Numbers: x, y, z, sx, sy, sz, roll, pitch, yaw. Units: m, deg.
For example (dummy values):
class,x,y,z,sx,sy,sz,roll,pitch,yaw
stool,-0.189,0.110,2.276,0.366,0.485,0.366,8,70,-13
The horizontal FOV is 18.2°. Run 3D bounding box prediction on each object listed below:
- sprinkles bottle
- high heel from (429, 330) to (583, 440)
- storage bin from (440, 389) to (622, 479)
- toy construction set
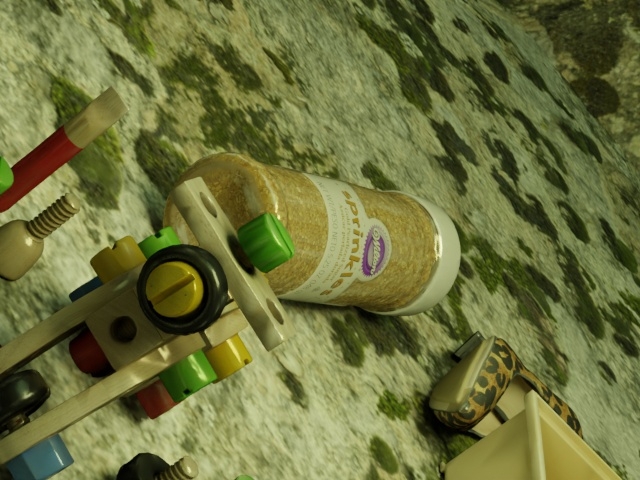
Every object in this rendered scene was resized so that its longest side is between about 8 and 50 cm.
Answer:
class,x,y,z,sx,sy,sz,roll,pitch,yaw
sprinkles bottle,0.000,0.000,1.819,0.355,0.121,0.121,10,47,-60
high heel,0.202,0.185,1.975,0.186,0.093,0.261,47,13,0
storage bin,0.233,0.322,1.799,0.260,0.123,0.262,44,23,-21
toy construction set,-0.117,0.017,1.391,0.257,0.237,0.309,20,38,-54
